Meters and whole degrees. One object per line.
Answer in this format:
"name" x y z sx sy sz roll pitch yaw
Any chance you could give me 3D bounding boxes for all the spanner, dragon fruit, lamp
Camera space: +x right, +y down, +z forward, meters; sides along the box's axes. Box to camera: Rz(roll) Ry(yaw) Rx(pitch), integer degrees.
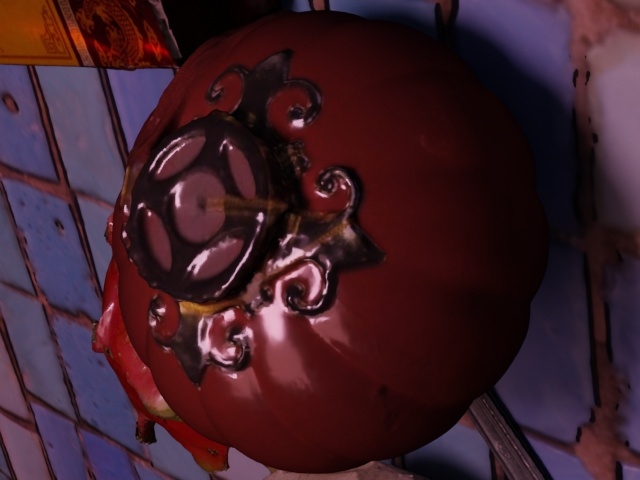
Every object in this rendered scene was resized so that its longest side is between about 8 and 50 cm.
"spanner" 0.148 0.164 1.133 0.302 0.017 0.071 56 145 -5
"dragon fruit" -0.087 0.093 1.232 0.269 0.198 0.200 52 -167 -46
"lamp" 0.000 0.000 0.947 0.303 0.257 0.303 -8 77 36

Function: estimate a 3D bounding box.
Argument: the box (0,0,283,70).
"box" -0.232 -0.270 1.115 0.415 0.116 0.264 6 123 46

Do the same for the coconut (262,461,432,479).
"coconut" 0.030 0.295 1.156 0.237 0.237 0.266 14 173 43
